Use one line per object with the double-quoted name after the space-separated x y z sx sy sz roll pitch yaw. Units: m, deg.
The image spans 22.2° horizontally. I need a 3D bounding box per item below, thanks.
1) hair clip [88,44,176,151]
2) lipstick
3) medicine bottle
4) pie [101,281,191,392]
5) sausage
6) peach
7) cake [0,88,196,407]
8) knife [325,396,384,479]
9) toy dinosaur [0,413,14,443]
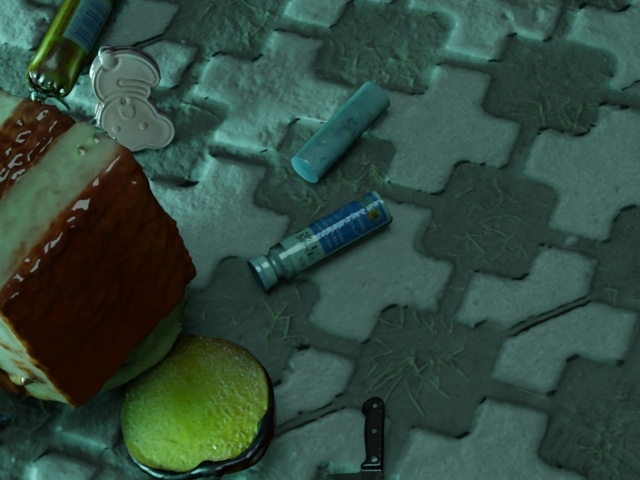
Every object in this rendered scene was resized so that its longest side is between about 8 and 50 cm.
-0.261 -0.187 2.194 0.123 0.138 0.102 -7 60 -6 "hair clip"
0.028 -0.145 2.177 0.048 0.048 0.158 31 64 25 "lipstick"
0.000 0.000 2.078 0.191 0.051 0.051 -28 57 -13 "medicine bottle"
-0.287 0.079 2.045 0.274 0.055 0.274 -10 50 12 "pie"
-0.333 -0.336 2.343 0.082 0.082 0.371 11 59 15 "sausage"
-0.146 0.206 1.946 0.189 0.068 0.279 -28 38 -5 "peach"
-0.349 0.013 1.903 0.319 0.270 0.269 22 63 36 "cake"
0.039 0.294 1.891 0.072 0.019 0.245 -1 57 9 "knife"
-0.416 0.227 1.990 0.083 0.030 0.047 -9 57 1 "toy dinosaur"
